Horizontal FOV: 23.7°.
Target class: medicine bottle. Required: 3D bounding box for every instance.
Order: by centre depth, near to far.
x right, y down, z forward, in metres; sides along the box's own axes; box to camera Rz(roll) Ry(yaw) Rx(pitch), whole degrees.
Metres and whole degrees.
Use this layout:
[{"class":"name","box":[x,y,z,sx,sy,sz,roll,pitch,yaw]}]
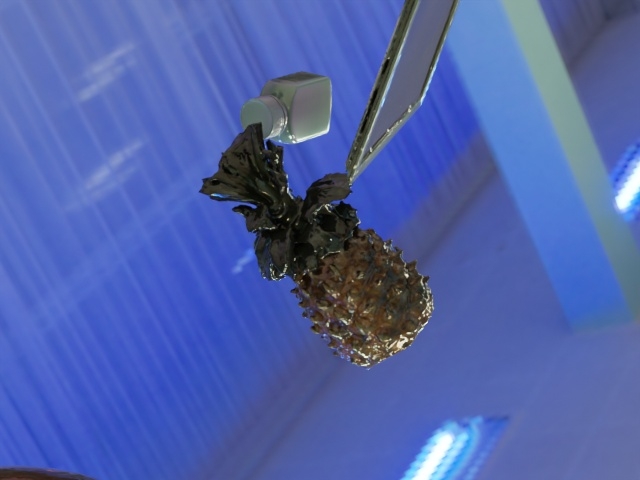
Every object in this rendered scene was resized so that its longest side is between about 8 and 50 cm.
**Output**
[{"class":"medicine bottle","box":[-0.041,-0.157,1.841,0.055,0.074,0.118,18,-154,33]}]

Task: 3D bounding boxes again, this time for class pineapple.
[{"class":"pineapple","box":[0.000,0.000,1.770,0.170,0.310,0.141,-36,-167,28]}]

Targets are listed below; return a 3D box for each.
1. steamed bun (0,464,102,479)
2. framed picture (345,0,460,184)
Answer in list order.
[{"class":"steamed bun","box":[-0.234,0.325,1.232,0.379,0.235,0.248,8,-146,35]},{"class":"framed picture","box":[0.091,-0.184,1.417,0.017,0.217,0.274,23,-156,8]}]
